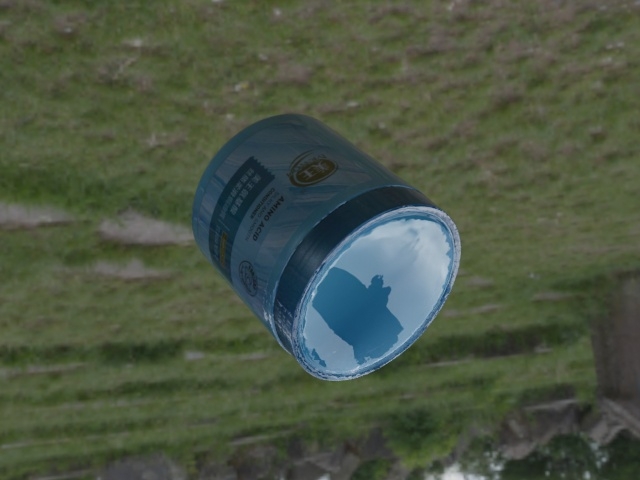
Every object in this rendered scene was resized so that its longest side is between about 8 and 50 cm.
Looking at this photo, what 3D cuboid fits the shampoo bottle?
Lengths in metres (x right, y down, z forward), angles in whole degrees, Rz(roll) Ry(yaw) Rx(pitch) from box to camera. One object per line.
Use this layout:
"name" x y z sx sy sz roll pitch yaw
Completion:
"shampoo bottle" 0.000 0.000 1.516 0.331 0.331 0.342 3 -151 -41

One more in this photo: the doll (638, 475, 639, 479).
"doll" 0.808 0.509 1.949 0.258 0.154 0.228 -40 -170 -10
